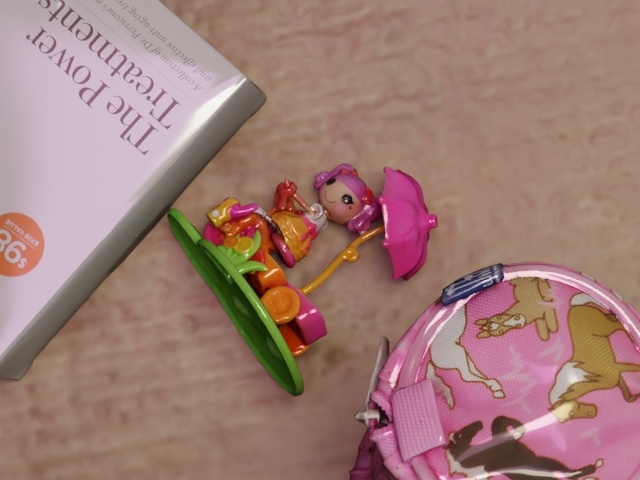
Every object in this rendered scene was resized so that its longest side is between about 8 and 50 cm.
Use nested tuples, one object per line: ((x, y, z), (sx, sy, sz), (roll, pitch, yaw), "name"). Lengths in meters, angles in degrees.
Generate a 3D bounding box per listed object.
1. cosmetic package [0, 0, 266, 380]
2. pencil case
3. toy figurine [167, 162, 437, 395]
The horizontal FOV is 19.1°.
((-0.274, -0.126, 1.403), (0.377, 0.097, 0.284), (41, 92, 9), "cosmetic package")
((0.107, 0.129, 1.184), (0.167, 0.386, 0.160), (40, 79, 9), "pencil case")
((0.000, 0.000, 1.363), (0.159, 0.130, 0.173), (-33, 56, -12), "toy figurine")
